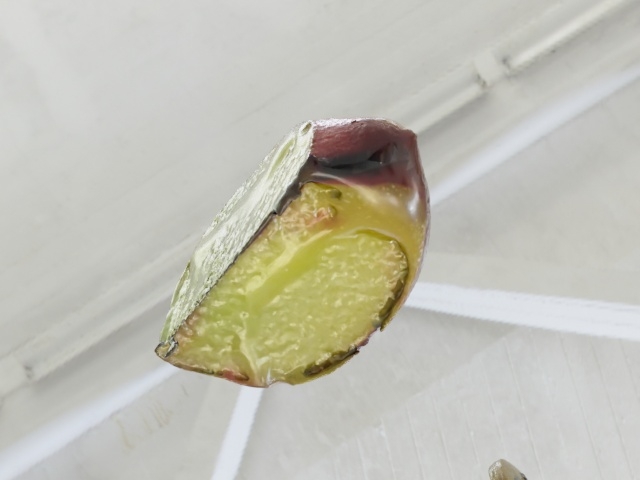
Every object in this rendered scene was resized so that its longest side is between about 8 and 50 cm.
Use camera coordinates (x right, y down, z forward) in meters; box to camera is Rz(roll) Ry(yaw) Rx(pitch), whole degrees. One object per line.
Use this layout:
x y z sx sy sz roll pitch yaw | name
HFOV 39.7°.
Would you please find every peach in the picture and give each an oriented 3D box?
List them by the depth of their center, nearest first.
-0.002 -0.002 0.726 0.267 0.158 0.154 -52 -155 25 | peach

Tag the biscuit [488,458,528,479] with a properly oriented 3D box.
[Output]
0.278 0.347 1.001 0.035 0.158 0.240 -42 -104 14 | biscuit
